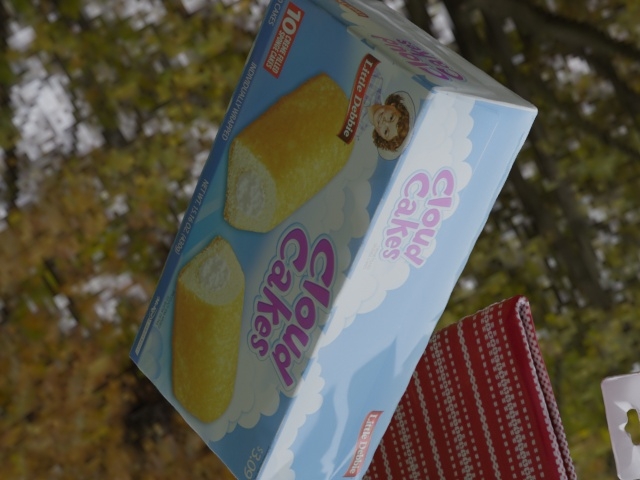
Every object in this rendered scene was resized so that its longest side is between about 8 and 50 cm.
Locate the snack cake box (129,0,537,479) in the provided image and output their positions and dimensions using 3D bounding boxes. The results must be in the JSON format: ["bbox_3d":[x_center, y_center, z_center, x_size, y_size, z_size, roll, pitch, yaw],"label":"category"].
[{"bbox_3d":[0.000,0.000,1.024,0.152,0.089,0.264,42,-64,43],"label":"snack cake box"}]

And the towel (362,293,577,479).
[{"bbox_3d":[0.083,0.169,1.171,0.031,0.199,0.275,-5,163,-33],"label":"towel"}]

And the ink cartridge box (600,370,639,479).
[{"bbox_3d":[0.290,0.133,1.184,0.180,0.104,0.060,-11,-146,8],"label":"ink cartridge box"}]
